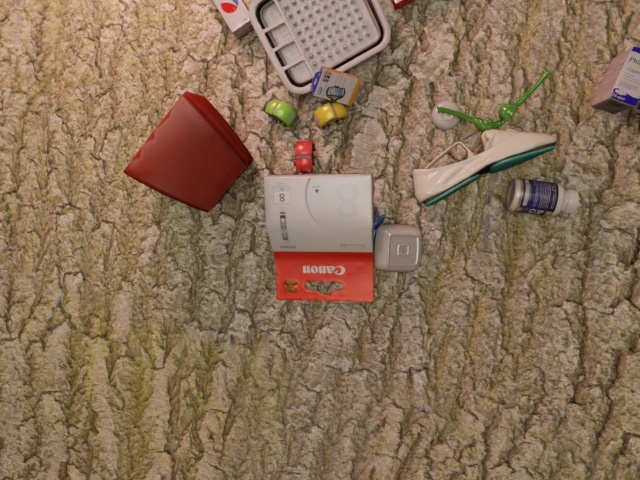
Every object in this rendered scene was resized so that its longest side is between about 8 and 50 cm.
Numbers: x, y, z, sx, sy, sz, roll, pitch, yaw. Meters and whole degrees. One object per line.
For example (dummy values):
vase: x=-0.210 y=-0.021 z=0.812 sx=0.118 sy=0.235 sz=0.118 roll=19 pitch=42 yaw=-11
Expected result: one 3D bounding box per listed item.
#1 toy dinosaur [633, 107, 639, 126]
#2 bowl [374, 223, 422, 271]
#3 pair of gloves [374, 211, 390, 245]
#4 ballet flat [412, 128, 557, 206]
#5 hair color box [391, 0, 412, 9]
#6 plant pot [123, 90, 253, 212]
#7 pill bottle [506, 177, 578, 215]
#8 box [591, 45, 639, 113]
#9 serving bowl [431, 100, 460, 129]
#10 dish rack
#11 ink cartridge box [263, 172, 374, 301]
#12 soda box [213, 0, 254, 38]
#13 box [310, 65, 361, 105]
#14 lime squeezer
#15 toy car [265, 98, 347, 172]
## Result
toy dinosaur: x=0.972 y=-0.281 z=1.308 sx=0.160 sy=0.121 sz=0.313 roll=-38 pitch=96 yaw=21
bowl: x=0.231 y=0.024 z=1.420 sx=0.142 sy=0.053 sz=0.142 roll=2 pitch=94 yaw=-12
pair of gloves: x=0.100 y=-0.054 z=1.461 sx=0.159 sy=0.023 sz=0.198 roll=-44 pitch=90 yaw=9
ballet flat: x=0.438 y=-0.230 z=1.358 sx=0.400 sy=0.139 sz=0.139 roll=-24 pitch=93 yaw=12
hair color box: x=0.265 y=-0.726 z=1.358 sx=0.167 sy=0.053 sz=0.093 roll=-23 pitch=92 yaw=10
plant pot: x=-0.340 y=-0.231 z=1.386 sx=0.235 sy=0.267 sz=0.267 roll=39 pitch=99 yaw=-10
pill bottle: x=0.613 y=-0.117 z=1.359 sx=0.169 sy=0.094 sz=0.094 roll=8 pitch=97 yaw=6
box: x=0.797 y=-0.417 z=1.291 sx=0.072 sy=0.126 sz=0.137 roll=22 pitch=98 yaw=5
serving bowl: x=0.359 y=-0.358 z=1.397 sx=0.083 sy=0.027 sz=0.083 roll=1 pitch=95 yaw=7
dish rack: x=0.000 y=-0.601 z=1.371 sx=0.332 sy=0.072 sz=0.286 roll=-27 pitch=104 yaw=9
ink cartridge box: x=0.000 y=0.000 z=1.426 sx=0.308 sy=0.091 sz=0.385 roll=0 pitch=99 yaw=9
soda box: x=-0.272 y=-0.699 z=1.414 sx=0.074 sy=0.069 sz=0.216 roll=-31 pitch=91 yaw=9
box: x=0.038 y=-0.436 z=1.382 sx=0.136 sy=0.028 sz=0.081 roll=10 pitch=126 yaw=-21
lime squeezer: x=0.487 y=-0.368 z=1.365 sx=0.310 sy=0.059 sz=0.110 roll=-17 pitch=95 yaw=8
toy car: x=-0.066 y=-0.342 z=1.419 sx=0.225 sy=0.053 sz=0.239 roll=32 pitch=86 yaw=9
